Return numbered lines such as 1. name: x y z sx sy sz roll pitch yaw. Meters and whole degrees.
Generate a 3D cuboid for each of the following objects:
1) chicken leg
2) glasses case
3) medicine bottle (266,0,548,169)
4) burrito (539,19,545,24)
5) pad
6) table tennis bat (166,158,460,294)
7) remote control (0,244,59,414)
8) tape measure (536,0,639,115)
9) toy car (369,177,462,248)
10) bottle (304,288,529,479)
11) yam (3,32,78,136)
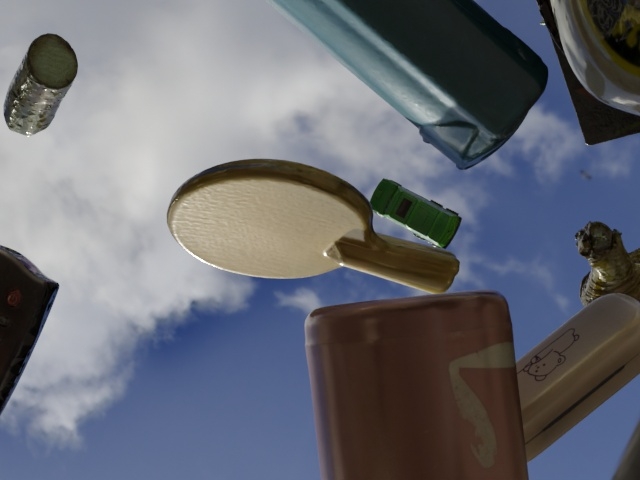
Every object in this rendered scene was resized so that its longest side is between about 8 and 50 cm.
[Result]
1. chicken leg: 0.358 0.045 1.132 0.227 0.103 0.088 61 -152 -46
2. glasses case: 0.222 0.127 0.871 0.196 0.083 0.050 -39 -70 -2
3. medicine bottle: 0.034 -0.139 0.572 0.258 0.124 0.079 38 -86 -13
4. burrito: 0.173 -0.309 0.960 0.229 0.144 0.089 14 -41 -24
5. pad: 0.372 -0.230 1.192 0.211 0.143 0.003 65 -149 -18
6. table tennis bat: 0.000 0.000 0.975 0.321 0.198 0.050 15 -125 -21
7. remote control: -0.180 0.101 0.418 0.059 0.028 0.212 25 -91 13
8. tape measure: 0.235 -0.183 0.603 0.133 0.271 0.231 -15 -67 -23
9. toy car: 0.159 -0.049 1.641 0.071 0.165 0.062 -62 -20 5
10. bottle: 0.101 0.191 0.773 0.206 0.173 0.297 -6 -96 3
11. yam: -0.354 -0.194 1.195 0.070 0.146 0.069 15 -123 -25
